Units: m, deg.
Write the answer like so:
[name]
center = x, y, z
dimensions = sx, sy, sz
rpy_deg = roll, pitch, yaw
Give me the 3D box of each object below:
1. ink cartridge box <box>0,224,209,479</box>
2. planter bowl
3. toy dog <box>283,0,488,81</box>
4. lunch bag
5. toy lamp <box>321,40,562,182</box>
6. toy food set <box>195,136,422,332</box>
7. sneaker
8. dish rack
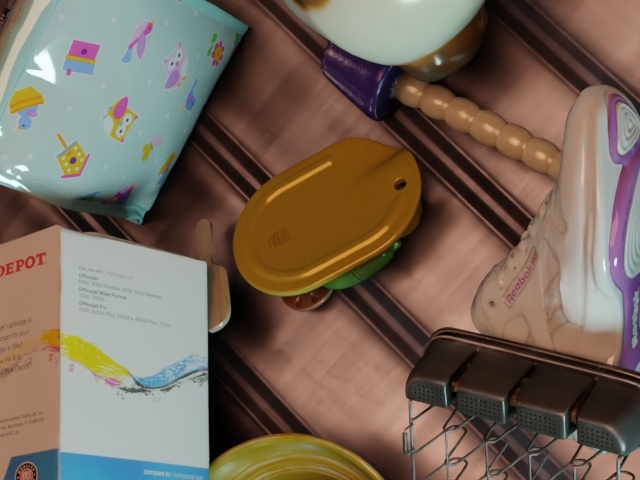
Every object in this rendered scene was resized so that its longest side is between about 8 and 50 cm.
[ink cartridge box]
center = -0.206, 0.126, 1.464
dimensions = 0.171, 0.168, 0.232
rpy_deg = -15, 70, 40
[planter bowl]
center = -0.013, 0.271, 1.480
dimensions = 0.217, 0.090, 0.217
rpy_deg = -2, 82, 19
[toy dog]
center = 0.126, -0.320, 1.386
dimensions = 0.408, 0.284, 0.395
rpy_deg = -49, 50, 14
[lunch bag]
center = -0.206, -0.144, 1.504
dimensions = 0.160, 0.262, 0.223
rpy_deg = 29, 95, 20
[toy lamp]
center = 0.125, -0.103, 1.482
dimensions = 0.275, 0.080, 0.080
rpy_deg = 27, 93, 20
[toy food set]
center = 0.000, 0.000, 1.526
dimensions = 0.218, 0.071, 0.128
rpy_deg = -27, 52, 12
[sneaker]
center = 0.184, 0.023, 1.385
dimensions = 0.152, 0.114, 0.305
rpy_deg = 14, 117, 28
[dish rack]
center = 0.164, 0.217, 1.398
dimensions = 0.208, 0.074, 0.271
rpy_deg = 13, 121, 32
